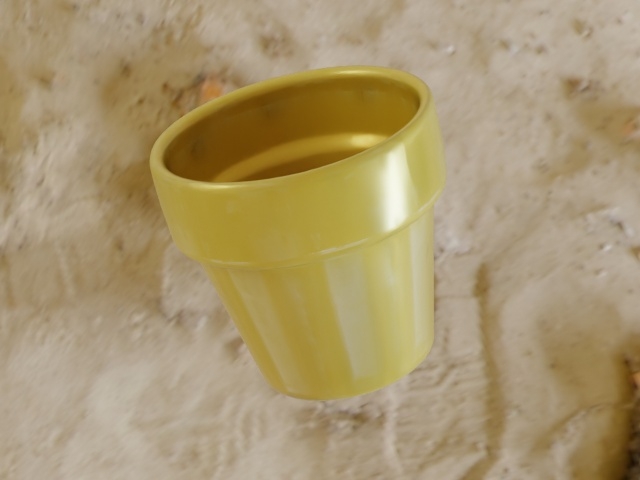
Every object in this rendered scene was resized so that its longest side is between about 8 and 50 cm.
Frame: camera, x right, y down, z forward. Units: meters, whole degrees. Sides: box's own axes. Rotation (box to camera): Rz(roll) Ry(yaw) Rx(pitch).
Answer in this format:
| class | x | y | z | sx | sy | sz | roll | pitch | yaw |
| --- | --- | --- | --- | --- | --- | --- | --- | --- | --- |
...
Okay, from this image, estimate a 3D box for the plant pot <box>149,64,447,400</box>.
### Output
| class | x | y | z | sx | sy | sz | roll | pitch | yaw |
| --- | --- | --- | --- | --- | --- | --- | --- | --- | --- |
| plant pot | 0.000 | 0.000 | 1.527 | 0.254 | 0.254 | 0.239 | -26 | 117 | -22 |
